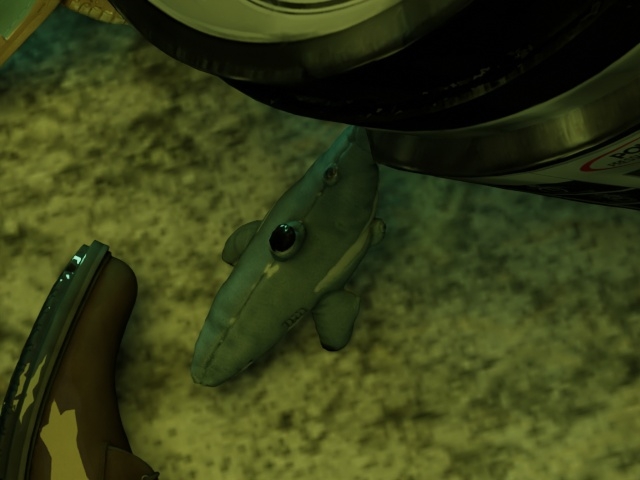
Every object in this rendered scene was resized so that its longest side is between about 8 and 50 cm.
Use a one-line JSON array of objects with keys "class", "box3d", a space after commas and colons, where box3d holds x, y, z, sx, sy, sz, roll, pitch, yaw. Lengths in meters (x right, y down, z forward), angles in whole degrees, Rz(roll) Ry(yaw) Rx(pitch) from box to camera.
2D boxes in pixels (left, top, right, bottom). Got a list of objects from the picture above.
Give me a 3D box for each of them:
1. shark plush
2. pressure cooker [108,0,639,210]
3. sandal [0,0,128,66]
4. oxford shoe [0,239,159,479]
[{"class": "shark plush", "box3d": [0.000, 0.000, 0.810, 0.073, 0.067, 0.161, 51, 125, 9]}, {"class": "pressure cooker", "box3d": [0.089, -0.207, 0.648, 0.375, 0.420, 0.370, 35, 113, 45]}, {"class": "sandal", "box3d": [-0.095, -0.123, 0.892, 0.240, 0.088, 0.079, -41, 118, 10]}, {"class": "oxford shoe", "box3d": [-0.101, 0.113, 0.830, 0.096, 0.083, 0.227, 10, 78, -8]}]
